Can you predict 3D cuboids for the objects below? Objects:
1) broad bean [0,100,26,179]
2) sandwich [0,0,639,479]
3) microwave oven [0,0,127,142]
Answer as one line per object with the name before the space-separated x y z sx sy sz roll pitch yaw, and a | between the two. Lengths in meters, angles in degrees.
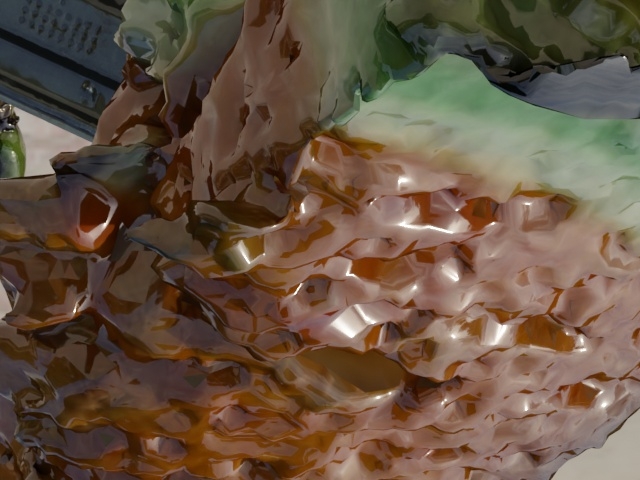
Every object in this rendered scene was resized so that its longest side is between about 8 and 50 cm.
broad bean | -0.228 0.003 0.972 0.069 0.039 0.227 20 119 -38
sandwich | 0.000 0.000 0.483 0.301 0.162 0.250 -40 144 27
microwave oven | -0.054 -0.165 0.640 0.194 0.240 0.145 24 -166 4
